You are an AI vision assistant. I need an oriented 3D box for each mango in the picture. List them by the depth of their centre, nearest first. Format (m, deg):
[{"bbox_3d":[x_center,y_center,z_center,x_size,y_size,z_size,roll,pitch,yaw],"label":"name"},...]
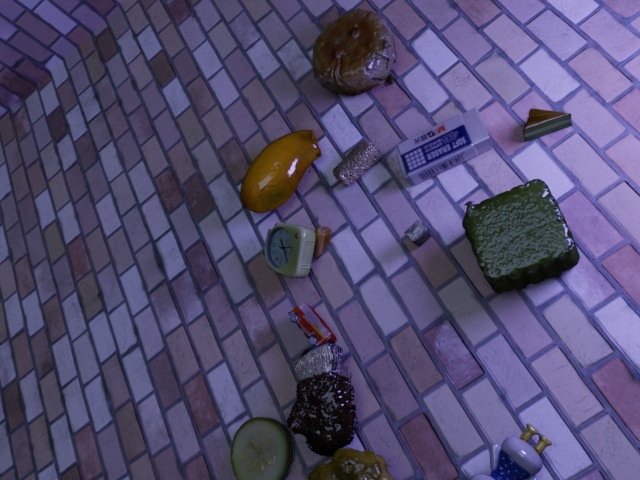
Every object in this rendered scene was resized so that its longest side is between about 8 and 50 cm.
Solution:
[{"bbox_3d":[-0.142,-0.244,2.143,0.187,0.144,0.359,35,84,22],"label":"mango"}]

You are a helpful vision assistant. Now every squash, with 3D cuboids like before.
[{"bbox_3d":[-0.183,0.646,1.879,0.219,0.041,0.219,-11,66,25],"label":"squash"}]

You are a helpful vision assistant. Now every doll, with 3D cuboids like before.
[{"bbox_3d":[0.446,0.583,1.519,0.138,0.119,0.293,39,87,18],"label":"doll"}]

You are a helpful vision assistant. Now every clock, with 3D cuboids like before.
[{"bbox_3d":[-0.120,0.022,2.045,0.232,0.069,0.170,17,99,45],"label":"clock"}]

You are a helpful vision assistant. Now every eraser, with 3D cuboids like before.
[{"bbox_3d":[0.377,-0.285,1.903,0.279,0.081,0.124,-24,61,19],"label":"eraser"}]

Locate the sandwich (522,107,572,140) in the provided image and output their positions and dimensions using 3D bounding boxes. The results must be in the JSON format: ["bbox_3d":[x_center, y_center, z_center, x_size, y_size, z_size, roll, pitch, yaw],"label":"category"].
[{"bbox_3d":[0.649,-0.322,1.772,0.116,0.074,0.074,15,77,31],"label":"sandwich"}]

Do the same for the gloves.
[{"bbox_3d":[0.003,0.463,1.791,0.210,0.135,0.312,-22,65,13],"label":"gloves"}]

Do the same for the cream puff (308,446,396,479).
[{"bbox_3d":[0.078,0.684,1.636,0.281,0.185,0.282,-11,64,23],"label":"cream puff"}]

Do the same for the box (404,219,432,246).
[{"bbox_3d":[0.291,-0.020,1.838,0.062,0.098,0.045,-43,67,6],"label":"box"}]

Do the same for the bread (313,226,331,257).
[{"bbox_3d":[0.000,0.001,2.027,0.049,0.103,0.062,33,45,23],"label":"bread"}]

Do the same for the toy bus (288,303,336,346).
[{"bbox_3d":[-0.025,0.267,1.920,0.077,0.079,0.174,-42,56,-1],"label":"toy bus"}]

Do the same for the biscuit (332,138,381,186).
[{"bbox_3d":[0.118,-0.255,2.045,0.168,0.070,0.082,-41,48,12],"label":"biscuit"}]

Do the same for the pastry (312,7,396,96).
[{"bbox_3d":[0.119,-0.655,2.155,0.329,0.136,0.330,-11,66,27],"label":"pastry"}]

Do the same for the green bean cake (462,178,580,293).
[{"bbox_3d":[0.534,-0.008,1.664,0.249,0.156,0.247,-25,62,19],"label":"green bean cake"}]
